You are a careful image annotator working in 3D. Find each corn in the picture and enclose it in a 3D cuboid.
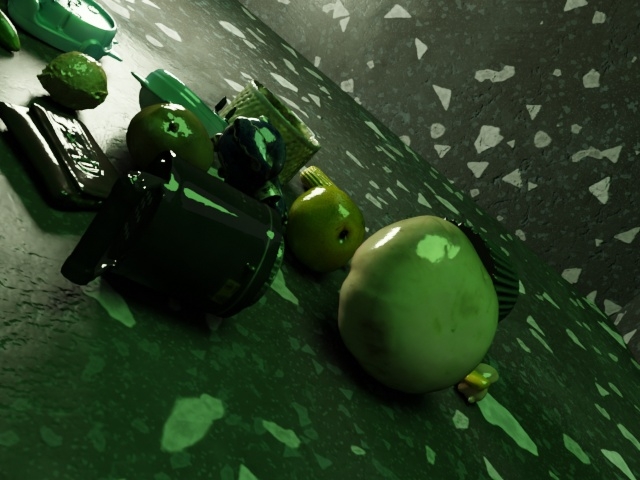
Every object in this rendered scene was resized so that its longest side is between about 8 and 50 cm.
[{"bbox_3d":[0.014,-0.147,1.813,0.165,0.063,0.085,46,12,6],"label":"corn"}]

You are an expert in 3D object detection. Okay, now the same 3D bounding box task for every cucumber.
[{"bbox_3d":[-0.701,-0.478,1.255,0.250,0.056,0.056,41,21,-3],"label":"cucumber"}]

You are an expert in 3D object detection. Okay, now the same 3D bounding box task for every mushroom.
[{"bbox_3d":[0.200,0.114,1.268,0.353,0.325,0.353,27,26,-15],"label":"mushroom"}]

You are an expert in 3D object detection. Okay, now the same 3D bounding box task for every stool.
[{"bbox_3d":[0.362,0.107,1.630,0.297,0.297,0.330,53,20,27],"label":"stool"}]

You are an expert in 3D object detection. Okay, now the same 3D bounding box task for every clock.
[{"bbox_3d":[-0.594,-0.530,1.481,0.274,0.094,0.223,21,30,-40],"label":"clock"}]

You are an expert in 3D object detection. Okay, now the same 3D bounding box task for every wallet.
[{"bbox_3d":[-0.432,-0.141,1.072,0.229,0.049,0.182,51,20,20],"label":"wallet"}]

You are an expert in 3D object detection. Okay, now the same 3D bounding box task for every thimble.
[{"bbox_3d":[-0.139,-0.286,1.650,0.271,0.150,0.271,43,12,-11],"label":"thimble"}]

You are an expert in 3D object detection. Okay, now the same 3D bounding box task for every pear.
[{"bbox_3d":[0.008,-0.026,1.405,0.198,0.198,0.198,35,22,-16],"label":"pear"}]

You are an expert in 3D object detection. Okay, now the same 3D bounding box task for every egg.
[{"bbox_3d":[-0.487,-0.317,1.237,0.140,0.118,0.116,-3,90,-73],"label":"egg"}]

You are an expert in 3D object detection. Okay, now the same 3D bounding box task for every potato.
[{"bbox_3d":[-0.291,-0.184,1.200,0.175,0.159,0.251,21,-11,-14],"label":"potato"}]

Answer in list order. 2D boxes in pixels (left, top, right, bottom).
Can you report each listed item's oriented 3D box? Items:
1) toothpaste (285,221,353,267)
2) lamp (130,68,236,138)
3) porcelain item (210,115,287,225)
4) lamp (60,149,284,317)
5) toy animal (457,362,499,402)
[{"bbox_3d":[0.000,0.000,1.546,0.195,0.042,0.067,34,24,-4],"label":"toothpaste"},{"bbox_3d":[-0.304,-0.284,1.419,0.209,0.147,0.284,42,16,20],"label":"lamp"},{"bbox_3d":[-0.139,-0.133,1.326,0.186,0.138,0.288,63,-16,17],"label":"porcelain item"},{"bbox_3d":[-0.191,0.001,0.977,0.272,0.205,0.374,33,12,-11],"label":"lamp"},{"bbox_3d":[0.364,0.338,1.473,0.091,0.081,0.114,17,21,34],"label":"toy animal"}]
